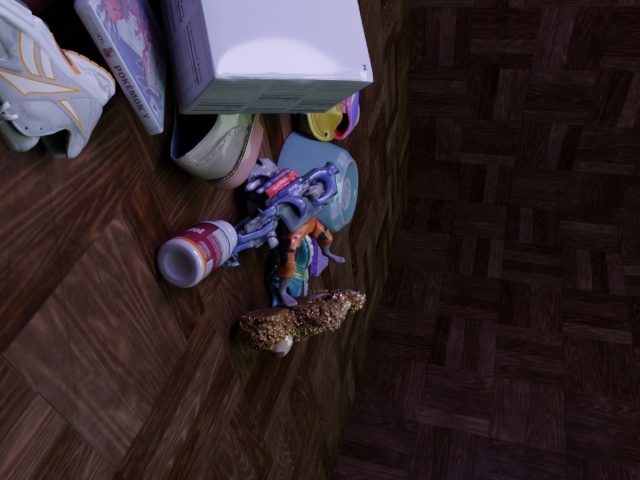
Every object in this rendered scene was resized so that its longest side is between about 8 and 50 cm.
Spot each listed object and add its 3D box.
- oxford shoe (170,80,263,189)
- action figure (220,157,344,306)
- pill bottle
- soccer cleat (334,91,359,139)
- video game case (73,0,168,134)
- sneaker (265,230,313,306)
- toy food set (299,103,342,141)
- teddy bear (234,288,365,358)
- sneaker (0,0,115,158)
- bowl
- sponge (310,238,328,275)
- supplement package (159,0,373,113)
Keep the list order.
[{"bbox_3d":[-0.158,-0.292,0.868,0.147,0.141,0.396,18,76,-63],"label":"oxford shoe"},{"bbox_3d":[-0.107,-0.023,1.142,0.341,0.179,0.330,-32,118,-24],"label":"action figure"},{"bbox_3d":[-0.208,0.016,0.911,0.152,0.086,0.086,-47,141,-64],"label":"pill bottle"},{"bbox_3d":[0.068,-0.461,1.599,0.318,0.109,0.116,86,18,-44],"label":"soccer cleat"},{"bbox_3d":[-0.240,-0.267,0.661,0.183,0.023,0.201,73,6,-54],"label":"video game case"},{"bbox_3d":[-0.085,0.072,1.335,0.110,0.107,0.275,-38,133,-53],"label":"sneaker"},{"bbox_3d":[-0.016,-0.368,1.362,0.128,0.071,0.217,-30,119,-37],"label":"toy food set"},{"bbox_3d":[-0.037,0.192,1.241,0.338,0.245,0.113,-17,98,-63],"label":"teddy bear"},{"bbox_3d":[-0.305,-0.154,0.506,0.262,0.099,0.120,31,71,-71],"label":"sneaker"},{"bbox_3d":[0.004,-0.141,1.423,0.311,0.163,0.311,6,90,-73],"label":"bowl"},{"bbox_3d":[0.000,0.000,1.697,0.117,0.031,0.209,-40,134,-66],"label":"sponge"},{"bbox_3d":[-0.081,-0.310,0.781,0.262,0.145,0.203,-10,88,-34],"label":"supplement package"}]
